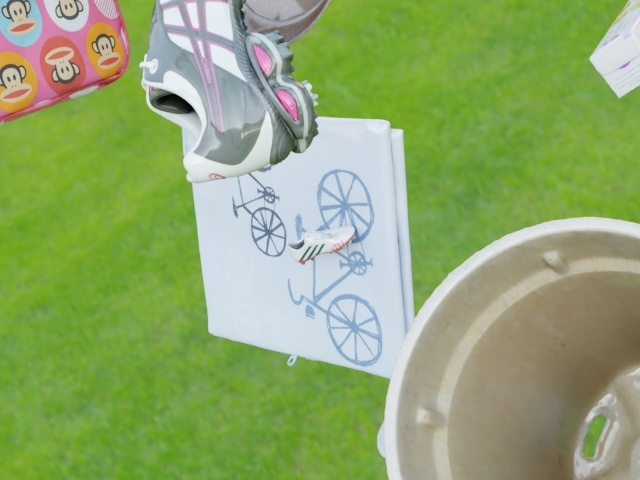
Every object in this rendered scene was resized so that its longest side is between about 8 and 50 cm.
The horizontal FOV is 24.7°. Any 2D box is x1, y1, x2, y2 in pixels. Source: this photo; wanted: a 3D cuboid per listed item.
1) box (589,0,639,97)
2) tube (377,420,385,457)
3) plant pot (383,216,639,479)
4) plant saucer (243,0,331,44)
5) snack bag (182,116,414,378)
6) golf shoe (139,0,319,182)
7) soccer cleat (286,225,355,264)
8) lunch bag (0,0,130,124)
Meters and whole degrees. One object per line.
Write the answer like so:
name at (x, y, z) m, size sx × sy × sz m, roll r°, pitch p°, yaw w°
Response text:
box at (0.417, -0.272, 1.858) m, size 0.067 × 0.063 × 0.324 m, roll -34°, pitch 8°, yaw 33°
tube at (0.159, 0.241, 1.615) m, size 0.080 × 0.207 × 0.052 m, roll 23°, pitch 90°, yaw 61°
plant pot at (0.272, 0.182, 1.293) m, size 0.334 × 0.305 × 0.333 m, roll -10°, pitch 69°, yaw 28°
plant saucer at (-0.043, -0.265, 1.289) m, size 0.199 × 0.198 × 0.036 m, roll 6°, pitch 10°, yaw 41°
snack bag at (-0.030, 0.000, 1.769) m, size 0.343 × 0.323 × 0.037 m, roll 8°, pitch 22°, yaw 40°
golf shoe at (-0.107, -0.173, 1.208) m, size 0.120 × 0.105 × 0.272 m, roll -27°, pitch 67°, yaw -8°
soccer cleat at (0.000, 0.000, 1.680) m, size 0.083 × 0.035 × 0.029 m, roll -23°, pitch 39°, yaw 23°
lunch bag at (-0.355, -0.260, 1.577) m, size 0.120 × 0.258 × 0.293 m, roll -8°, pitch 14°, yaw 38°
